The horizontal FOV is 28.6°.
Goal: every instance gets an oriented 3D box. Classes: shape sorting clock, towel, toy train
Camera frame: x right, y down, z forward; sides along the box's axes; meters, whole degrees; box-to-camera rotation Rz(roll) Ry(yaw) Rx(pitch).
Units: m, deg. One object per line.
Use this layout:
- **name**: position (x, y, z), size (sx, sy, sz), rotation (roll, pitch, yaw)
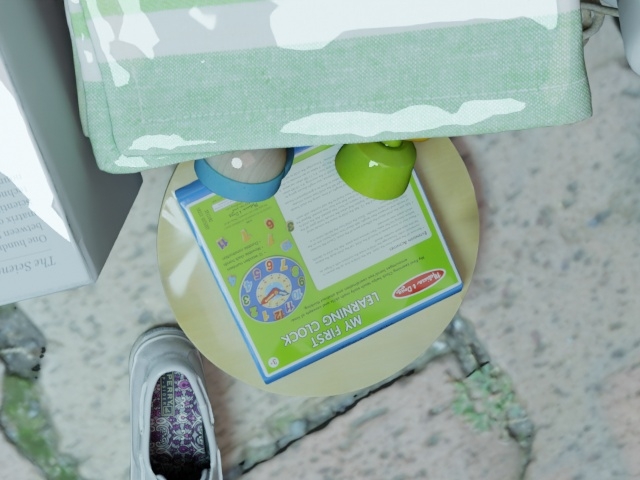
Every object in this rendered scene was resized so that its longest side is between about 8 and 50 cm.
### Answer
- **shape sorting clock**: position (0.000, 0.000, 0.793), size (0.206, 0.040, 0.206), rotation (-2, 100, -10)
- **towel**: position (-0.026, -0.192, 0.538), size (0.247, 0.038, 0.325), rotation (-5, 113, 17)
- **toy train**: position (0.054, -0.081, 0.710), size (0.248, 0.105, 0.143), rotation (4, 135, -17)

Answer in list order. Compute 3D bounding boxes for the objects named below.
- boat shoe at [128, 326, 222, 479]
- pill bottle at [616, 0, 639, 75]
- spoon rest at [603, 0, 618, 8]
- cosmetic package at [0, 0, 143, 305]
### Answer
- **boat shoe**: position (-0.091, 0.149, 0.822), size (0.066, 0.063, 0.184), rotation (-1, 111, -11)
- **pill bottle**: position (0.211, -0.207, 0.659), size (0.131, 0.131, 0.229), rotation (-2, 76, -11)
- **spoon rest**: position (0.221, -0.066, 0.776), size (0.084, 0.137, 0.276), rotation (-43, 101, -12)
- **cosmetic package**: position (-0.239, -0.078, 0.638), size (0.224, 0.138, 0.225), rotation (-13, 113, 10)
